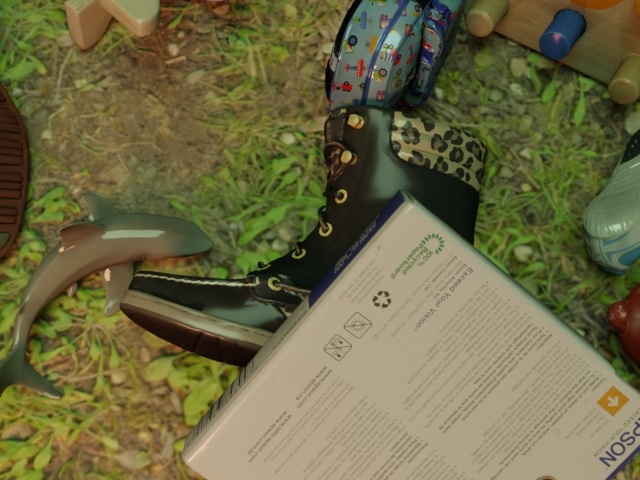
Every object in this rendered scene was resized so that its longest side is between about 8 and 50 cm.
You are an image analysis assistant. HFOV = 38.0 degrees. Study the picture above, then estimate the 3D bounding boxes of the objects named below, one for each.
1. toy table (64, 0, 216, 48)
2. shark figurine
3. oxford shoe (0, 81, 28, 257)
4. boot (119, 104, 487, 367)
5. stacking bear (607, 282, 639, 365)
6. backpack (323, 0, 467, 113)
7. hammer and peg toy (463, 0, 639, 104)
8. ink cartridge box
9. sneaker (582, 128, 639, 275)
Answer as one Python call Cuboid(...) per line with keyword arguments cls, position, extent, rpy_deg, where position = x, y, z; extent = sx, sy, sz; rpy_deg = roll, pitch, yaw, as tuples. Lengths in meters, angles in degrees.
Cuboid(cls="toy table", position=(-0.235, -0.352, 1.083), extent=(0.274, 0.252, 0.161), rpy_deg=(33, 60, 25))
Cuboid(cls="shark figurine", position=(-0.276, 0.034, 1.013), extent=(0.278, 0.116, 0.166), rpy_deg=(-43, 73, -12))
Cuboid(cls="oxford shoe", position=(-0.456, -0.148, 1.097), extent=(0.146, 0.140, 0.397), rpy_deg=(-24, 74, 28))
Cuboid(cls="boot", position=(0.000, 0.000, 0.992), extent=(0.377, 0.138, 0.284), rpy_deg=(10, 73, 3))
Cuboid(cls="stacking bear", position=(0.417, 0.148, 0.915), extent=(0.175, 0.164, 0.289), rpy_deg=(-39, 69, -9))
Cuboid(cls="backpack", position=(0.076, -0.211, 1.031), extent=(0.116, 0.158, 0.173), rpy_deg=(24, 53, 8))
Cuboid(cls="hammer and peg toy", position=(0.256, -0.322, 1.037), extent=(0.361, 0.266, 0.127), rpy_deg=(28, 53, 13))
Cuboid(cls="ink cartridge box", position=(0.096, 0.175, 0.882), extent=(0.330, 0.071, 0.324), rpy_deg=(39, 101, -13))
Cuboid(cls="sneaker", position=(0.368, -0.058, 1.031), extent=(0.085, 0.086, 0.237), rpy_deg=(24, 59, 41))
